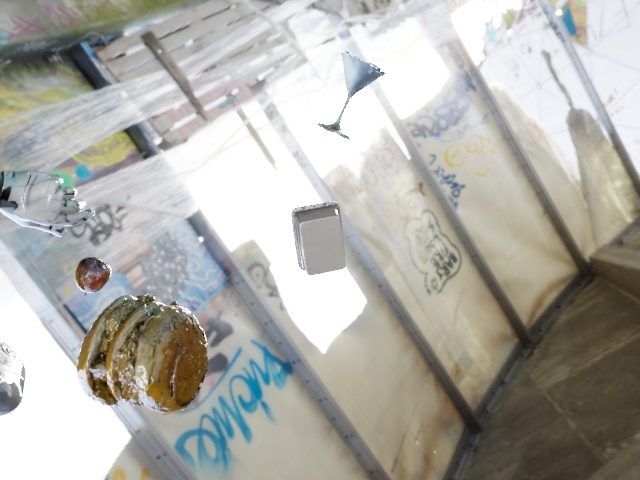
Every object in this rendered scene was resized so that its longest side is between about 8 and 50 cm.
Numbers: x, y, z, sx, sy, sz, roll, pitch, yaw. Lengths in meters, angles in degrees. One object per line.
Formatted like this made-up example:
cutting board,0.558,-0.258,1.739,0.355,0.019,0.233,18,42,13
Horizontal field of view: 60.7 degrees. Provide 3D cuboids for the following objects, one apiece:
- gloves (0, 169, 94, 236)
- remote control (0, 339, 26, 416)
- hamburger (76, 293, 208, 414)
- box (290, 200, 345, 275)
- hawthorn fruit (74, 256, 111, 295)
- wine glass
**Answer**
gloves,-0.584,-0.080,1.182,0.111,0.128,0.212,-2,169,45
remote control,-0.735,0.271,1.161,0.104,0.221,0.332,-55,-154,-6
hamburger,-0.369,0.242,1.179,0.211,0.260,0.245,6,-109,19
box,0.000,0.000,0.954,0.089,0.122,0.062,-11,-159,-7
hawthorn fruit,-0.480,0.073,1.152,0.077,0.077,0.077,-32,-169,7
wine glass,0.064,-0.339,1.299,0.183,0.122,0.122,-63,-174,11
